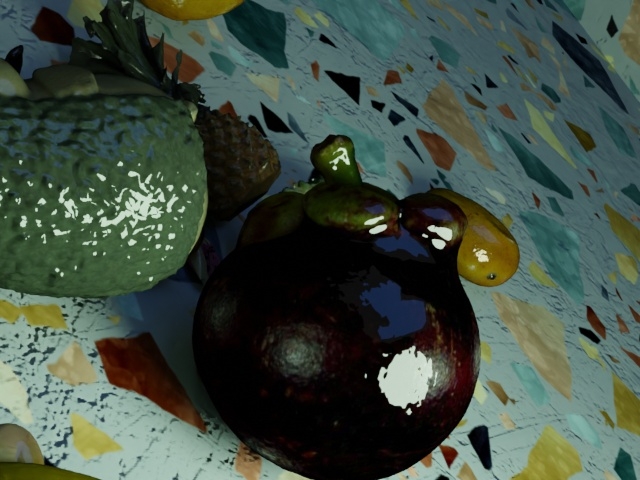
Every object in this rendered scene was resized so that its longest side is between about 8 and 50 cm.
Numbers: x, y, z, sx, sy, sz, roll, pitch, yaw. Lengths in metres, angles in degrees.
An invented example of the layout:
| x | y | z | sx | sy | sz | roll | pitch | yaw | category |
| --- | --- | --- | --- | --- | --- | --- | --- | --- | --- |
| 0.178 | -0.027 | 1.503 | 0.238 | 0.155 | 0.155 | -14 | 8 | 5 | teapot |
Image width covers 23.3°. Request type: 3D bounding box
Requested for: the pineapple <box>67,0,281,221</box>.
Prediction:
| x | y | z | sx | sy | sz | roll | pitch | yaw | category |
| --- | --- | --- | --- | --- | --- | --- | --- | --- | --- |
| -0.171 | -0.148 | 1.783 | 0.130 | 0.119 | 0.277 | -40 | 85 | -18 | pineapple |

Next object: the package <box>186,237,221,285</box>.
| x | y | z | sx | sy | sz | roll | pitch | yaw | category |
| --- | --- | --- | --- | --- | --- | --- | --- | --- | --- |
| -0.137 | 0.011 | 1.704 | 0.083 | 0.029 | 0.059 | 55 | 24 | 3 | package |

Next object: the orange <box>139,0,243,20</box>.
| x | y | z | sx | sy | sz | roll | pitch | yaw | category |
| --- | --- | --- | --- | --- | --- | --- | --- | --- | --- |
| -0.170 | -0.386 | 2.002 | 0.219 | 0.193 | 0.219 | 29 | 19 | -11 | orange |

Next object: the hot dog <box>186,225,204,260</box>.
| x | y | z | sx | sy | sz | roll | pitch | yaw | category |
| --- | --- | --- | --- | --- | --- | --- | --- | --- | --- |
| -0.215 | -0.070 | 1.658 | 0.104 | 0.076 | 0.250 | -22 | 67 | -40 | hot dog |

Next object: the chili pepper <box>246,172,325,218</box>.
| x | y | z | sx | sy | sz | roll | pitch | yaw | category |
| --- | --- | --- | --- | --- | --- | --- | --- | --- | --- |
| -0.003 | 0.005 | 1.836 | 0.148 | 0.116 | 0.264 | 38 | 26 | 7 | chili pepper |

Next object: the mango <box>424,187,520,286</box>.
| x | y | z | sx | sy | sz | roll | pitch | yaw | category |
| --- | --- | --- | --- | --- | --- | --- | --- | --- | --- |
| 0.203 | -0.007 | 2.144 | 0.165 | 0.089 | 0.115 | 43 | 26 | -2 | mango |

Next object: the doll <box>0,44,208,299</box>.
| x | y | z | sx | sy | sz | roll | pitch | yaw | category |
| --- | --- | --- | --- | --- | --- | --- | --- | --- | --- |
| -0.270 | -0.063 | 1.411 | 0.349 | 0.247 | 0.247 | -4 | 55 | -38 | doll |

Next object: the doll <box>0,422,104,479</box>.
| x | y | z | sx | sy | sz | roll | pitch | yaw | category |
| --- | --- | --- | --- | --- | --- | --- | --- | --- | --- |
| -0.254 | 0.266 | 1.084 | 0.423 | 0.161 | 0.348 | 40 | 41 | -12 | doll |

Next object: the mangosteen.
| x | y | z | sx | sy | sz | roll | pitch | yaw | category |
| --- | --- | --- | --- | --- | --- | --- | --- | --- | --- |
| 0.033 | 0.087 | 1.544 | 0.297 | 0.313 | 0.297 | 45 | -1 | 1 | mangosteen |
